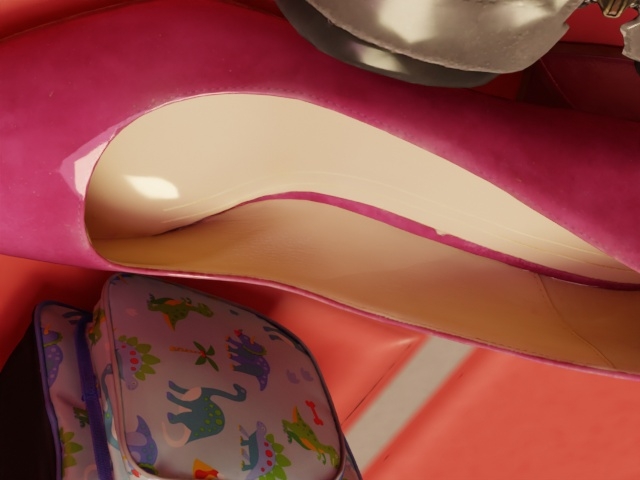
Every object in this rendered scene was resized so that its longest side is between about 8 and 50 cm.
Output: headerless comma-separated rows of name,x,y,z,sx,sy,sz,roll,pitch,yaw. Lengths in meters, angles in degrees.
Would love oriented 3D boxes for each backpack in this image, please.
backpack,-0.039,0.071,0.499,0.114,0.105,0.084,20,125,-33

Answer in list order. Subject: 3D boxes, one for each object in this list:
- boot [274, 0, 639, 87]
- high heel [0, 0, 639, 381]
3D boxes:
boot,0.155,-0.143,0.366,0.338,0.118,0.223,-2,138,-1
high heel,0.000,0.000,0.435,0.244,0.117,0.082,2,131,-13
